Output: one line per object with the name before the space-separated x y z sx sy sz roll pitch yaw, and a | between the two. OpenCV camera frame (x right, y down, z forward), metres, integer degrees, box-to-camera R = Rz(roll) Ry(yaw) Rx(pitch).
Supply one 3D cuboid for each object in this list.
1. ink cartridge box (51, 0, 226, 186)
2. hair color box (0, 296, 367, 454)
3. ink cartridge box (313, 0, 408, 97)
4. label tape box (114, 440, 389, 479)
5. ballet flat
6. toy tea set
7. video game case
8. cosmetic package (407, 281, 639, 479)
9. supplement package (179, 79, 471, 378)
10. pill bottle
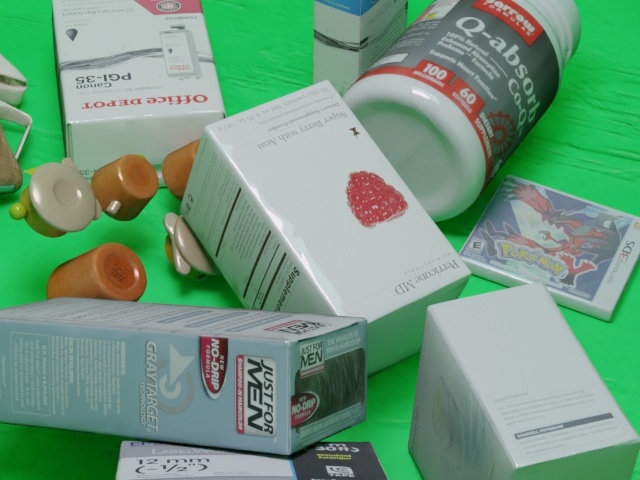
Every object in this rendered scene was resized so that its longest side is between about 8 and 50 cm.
ink cartridge box | -0.240 -0.202 2.134 0.207 0.117 0.283 -5 43 -10
hair color box | -0.158 0.130 1.650 0.374 0.114 0.185 2 6 25
ink cartridge box | 0.056 -0.304 2.213 0.082 0.191 0.139 23 45 21
label tape box | -0.069 0.252 1.532 0.249 0.115 0.348 1 9 -5
ballet flat | -0.438 -0.175 2.110 0.124 0.116 0.342 9 39 -25
toy tea set | -0.226 -0.007 1.933 0.336 0.124 0.200 -19 79 -48
video game case | 0.293 0.005 2.017 0.201 0.023 0.183 19 44 16
cosmetic package | 0.195 0.205 1.642 0.138 0.224 0.225 -10 44 -15
supplement package | 0.000 0.000 1.832 0.177 0.175 0.293 -24 67 -29
pill bottle | 0.187 -0.203 2.098 0.210 0.210 0.363 23 46 20
